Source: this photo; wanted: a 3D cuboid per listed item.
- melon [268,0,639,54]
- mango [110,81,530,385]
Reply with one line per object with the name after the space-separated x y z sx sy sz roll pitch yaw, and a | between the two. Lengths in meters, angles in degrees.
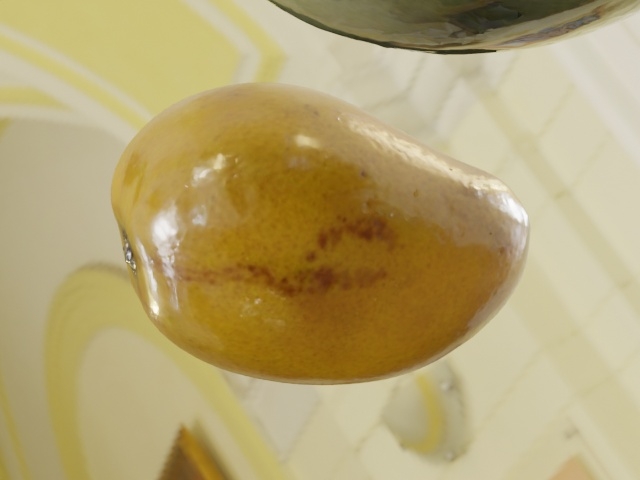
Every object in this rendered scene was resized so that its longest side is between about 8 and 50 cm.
0.064 -0.195 0.593 0.272 0.271 0.308 -20 -8 -34 | melon
0.000 0.000 1.432 0.378 0.221 0.264 9 -76 -13 | mango
